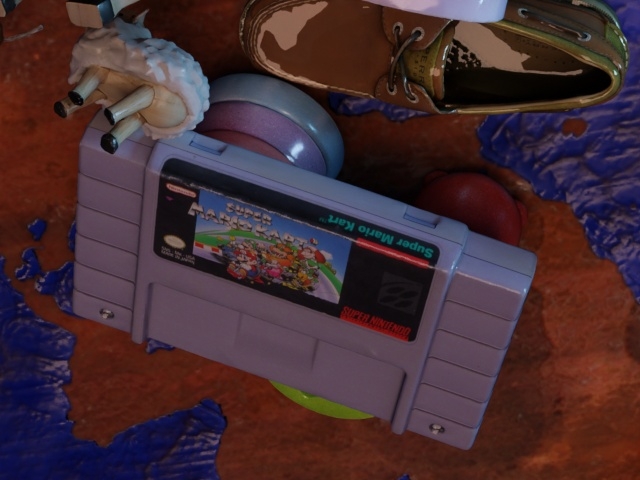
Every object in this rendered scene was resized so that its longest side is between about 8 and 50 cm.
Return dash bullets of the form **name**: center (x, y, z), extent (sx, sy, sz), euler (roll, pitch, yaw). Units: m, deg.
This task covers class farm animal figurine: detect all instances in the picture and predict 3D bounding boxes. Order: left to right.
- **farm animal figurine**: center (-0.205, -0.263, 1.305), extent (0.327, 0.172, 0.330), euler (25, 137, 24)

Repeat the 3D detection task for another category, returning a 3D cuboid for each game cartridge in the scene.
- **game cartridge**: center (-0.024, 0.035, 1.425), extent (0.355, 0.068, 0.230), euler (19, 145, 6)

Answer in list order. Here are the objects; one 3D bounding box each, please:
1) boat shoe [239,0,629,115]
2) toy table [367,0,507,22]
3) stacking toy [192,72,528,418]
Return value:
- **boat shoe**: center (0.085, -0.155, 1.408), extent (0.307, 0.104, 0.110), euler (1, 116, 5)
- **toy table**: center (0.032, -0.267, 1.298), extent (0.274, 0.252, 0.161), euler (23, 110, 30)
- **stacking toy**: center (0.000, 0.000, 1.520), extent (0.309, 0.130, 0.279), euler (28, 141, -6)
